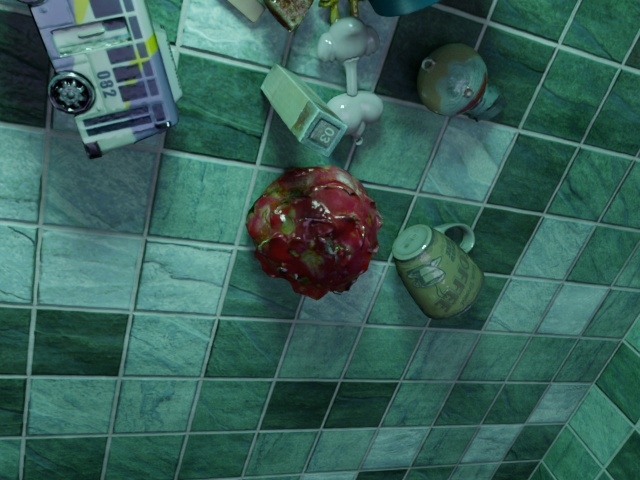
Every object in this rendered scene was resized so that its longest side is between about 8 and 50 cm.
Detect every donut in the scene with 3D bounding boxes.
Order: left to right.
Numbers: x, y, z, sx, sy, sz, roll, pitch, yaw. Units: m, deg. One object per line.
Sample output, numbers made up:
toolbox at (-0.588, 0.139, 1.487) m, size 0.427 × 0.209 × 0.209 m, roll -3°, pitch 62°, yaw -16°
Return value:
donut at (-0.083, -0.570, 1.188) m, size 0.144 × 0.126 × 0.186 m, roll -40°, pitch 121°, yaw 17°

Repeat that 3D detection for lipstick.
lipstick at (-0.048, -0.297, 1.218) m, size 0.076 × 0.371 × 0.080 m, roll 23°, pitch 111°, yaw -30°

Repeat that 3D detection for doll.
doll at (0.075, -0.404, 1.367) m, size 0.160 × 0.094 × 0.365 m, roll -16°, pitch 124°, yaw -13°

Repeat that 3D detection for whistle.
whistle at (0.384, -0.388, 1.450) m, size 0.347 × 0.189 × 0.189 m, roll 17°, pitch 115°, yaw -39°

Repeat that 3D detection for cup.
cup at (0.365, 0.050, 1.701) m, size 0.301 × 0.227 × 0.257 m, roll -53°, pitch 123°, yaw -19°

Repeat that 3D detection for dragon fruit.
dragon fruit at (0.000, 0.000, 1.515) m, size 0.370 × 0.249 × 0.386 m, roll -21°, pitch 123°, yaw 0°

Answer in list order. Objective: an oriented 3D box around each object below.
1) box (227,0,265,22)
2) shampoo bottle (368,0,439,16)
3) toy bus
box at (-0.178, -0.538, 1.235) m, size 0.115 × 0.025 × 0.048 m, roll 32°, pitch 111°, yaw -32°
shampoo bottle at (0.165, -0.682, 1.079) m, size 0.331 × 0.331 × 0.343 m, roll -37°, pitch 124°, yaw 5°
toy bus at (-0.437, -0.412, 1.112) m, size 0.249 × 0.209 × 0.440 m, roll -16°, pitch 123°, yaw -11°
